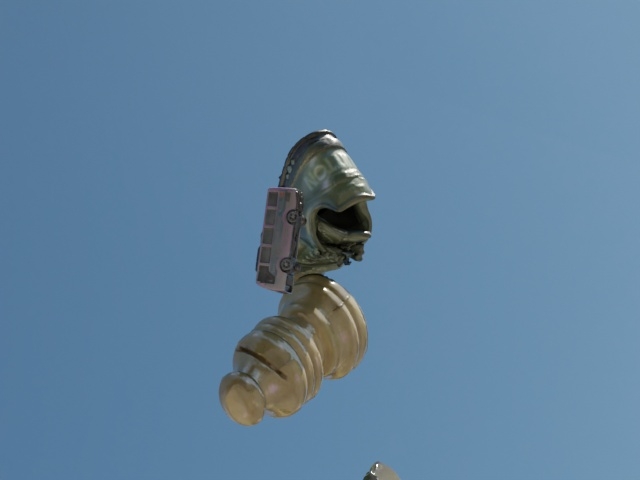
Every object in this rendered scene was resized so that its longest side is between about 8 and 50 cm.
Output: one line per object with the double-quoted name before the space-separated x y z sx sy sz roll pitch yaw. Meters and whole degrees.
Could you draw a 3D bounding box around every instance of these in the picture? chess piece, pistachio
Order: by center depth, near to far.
"chess piece" -0.044 0.161 1.764 0.307 0.124 0.139 -40 -39 -61
"pistachio" 0.104 0.427 2.301 0.089 0.173 0.049 34 -81 -13

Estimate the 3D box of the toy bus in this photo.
"toy bus" -0.050 0.000 1.682 0.037 0.052 0.131 28 -112 -72

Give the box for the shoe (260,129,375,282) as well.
"shoe" 0.003 0.000 1.851 0.109 0.149 0.293 -16 -39 -24
